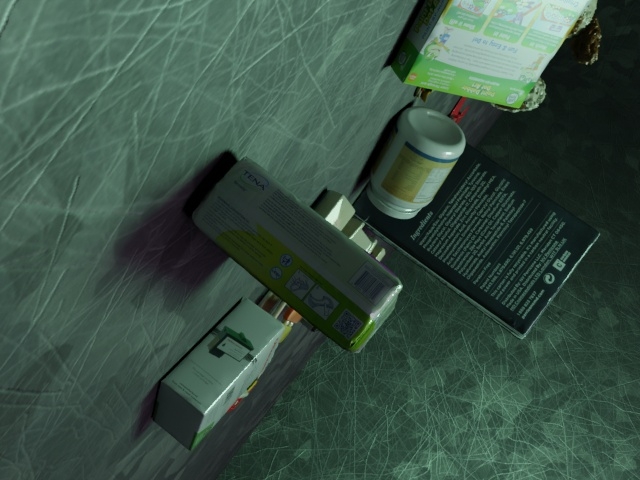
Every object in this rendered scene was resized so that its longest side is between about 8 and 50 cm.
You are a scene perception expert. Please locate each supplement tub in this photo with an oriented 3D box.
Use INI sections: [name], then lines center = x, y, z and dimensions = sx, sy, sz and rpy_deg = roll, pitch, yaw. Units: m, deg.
[supplement tub]
center = 0.188, -0.155, 1.438
dimensions = 0.144, 0.144, 0.199
rpy_deg = -43, 166, -47

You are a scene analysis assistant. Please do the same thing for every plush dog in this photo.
[plush dog]
center = 0.366, -0.389, 1.231
dimensions = 0.226, 0.262, 0.210
rpy_deg = -20, -142, 26

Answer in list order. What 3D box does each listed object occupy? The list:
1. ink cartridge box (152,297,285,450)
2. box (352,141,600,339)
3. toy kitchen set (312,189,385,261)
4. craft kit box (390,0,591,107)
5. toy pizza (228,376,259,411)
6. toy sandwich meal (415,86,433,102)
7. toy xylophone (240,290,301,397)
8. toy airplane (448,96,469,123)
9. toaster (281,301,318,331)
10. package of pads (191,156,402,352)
[ink cartridge box]
center = -0.172, 0.225, 1.206
dimensions = 0.219, 0.093, 0.160
rpy_deg = -46, 168, -39
[box]
center = 0.368, -0.030, 1.753
dimensions = 0.297, 0.472, 0.480
rpy_deg = -56, 170, 5
[toy kitchen set]
center = 0.000, 0.000, 1.344
dimensions = 0.122, 0.166, 0.207
rpy_deg = -52, 134, -13
[craft kit box]
center = 0.268, -0.330, 1.069
dimensions = 0.250, 0.061, 0.246
rpy_deg = 5, 129, -31
[toy pizza]
center = -0.187, 0.359, 1.779
dimensions = 0.201, 0.032, 0.201
rpy_deg = -51, 170, -13
[toy sandwich meal]
center = 0.220, -0.310, 1.396
dimensions = 0.085, 0.029, 0.085
rpy_deg = -52, 170, -13
[toy xylophone]
center = -0.088, 0.169, 1.439
dimensions = 0.322, 0.081, 0.236
rpy_deg = -53, 171, 3
[toy airplane]
center = 0.388, -0.355, 2.036
dimensions = 0.151, 0.028, 0.151
rpy_deg = -50, 171, -11
[toaster]
center = 0.006, 0.120, 1.630
dimensions = 0.185, 0.110, 0.168
rpy_deg = -56, 170, 9
[package of pads]
center = -0.020, 0.029, 0.850
dimensions = 0.101, 0.229, 0.296
rpy_deg = -50, 171, -6
